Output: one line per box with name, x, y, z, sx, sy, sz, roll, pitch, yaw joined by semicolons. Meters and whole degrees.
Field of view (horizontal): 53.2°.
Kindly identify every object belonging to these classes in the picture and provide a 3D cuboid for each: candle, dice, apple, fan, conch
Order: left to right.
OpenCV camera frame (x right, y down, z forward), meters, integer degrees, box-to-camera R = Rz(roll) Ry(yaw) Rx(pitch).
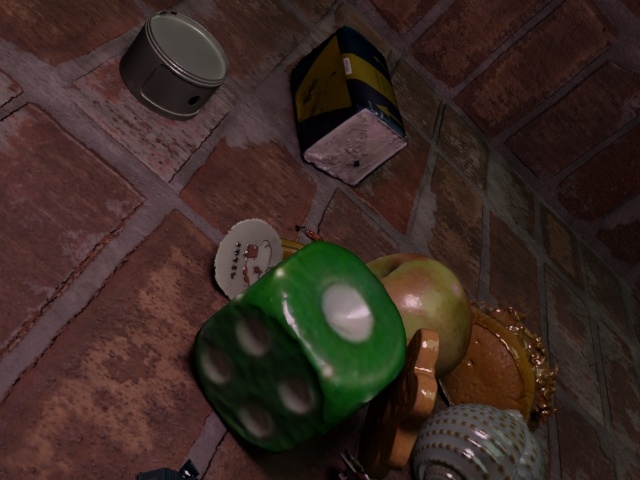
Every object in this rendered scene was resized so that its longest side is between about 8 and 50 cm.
fan;-0.097;0.059;1.427;0.329;0.009;0.191;15;82;-43
dice;-0.038;0.199;1.200;0.297;0.300;0.287;54;37;3
candle;-0.001;0.000;1.686;0.167;0.021;0.026;32;11;-23
apple;0.188;0.185;1.474;0.277;0.319;0.319;66;30;-16
conch;0.375;0.494;1.407;0.319;0.215;0.303;-28;83;-17

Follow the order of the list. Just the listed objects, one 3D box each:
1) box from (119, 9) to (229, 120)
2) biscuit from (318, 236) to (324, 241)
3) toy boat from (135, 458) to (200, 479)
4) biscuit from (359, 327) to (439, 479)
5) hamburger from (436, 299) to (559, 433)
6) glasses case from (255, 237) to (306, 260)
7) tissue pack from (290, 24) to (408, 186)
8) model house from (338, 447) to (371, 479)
box;-0.356;-0.430;1.572;0.226;0.149;0.226;30;39;-27
biscuit;0.012;0.047;1.539;0.119;0.019;0.130;63;14;8
toy boat;-0.214;0.465;0.882;0.114;0.122;0.296;49;18;-38
biscuit;0.151;0.327;1.235;0.052;0.355;0.275;17;42;-4
hamburger;0.476;0.331;1.689;0.268;0.287;0.446;-2;63;-51
glasses case;-0.106;0.027;1.481;0.234;0.079;0.064;14;56;-43
tissue pack;0.083;-0.412;1.970;0.253;0.264;0.417;27;41;-38
model house;0.074;0.553;1.157;0.154;0.207;0.294;-32;93;-12
